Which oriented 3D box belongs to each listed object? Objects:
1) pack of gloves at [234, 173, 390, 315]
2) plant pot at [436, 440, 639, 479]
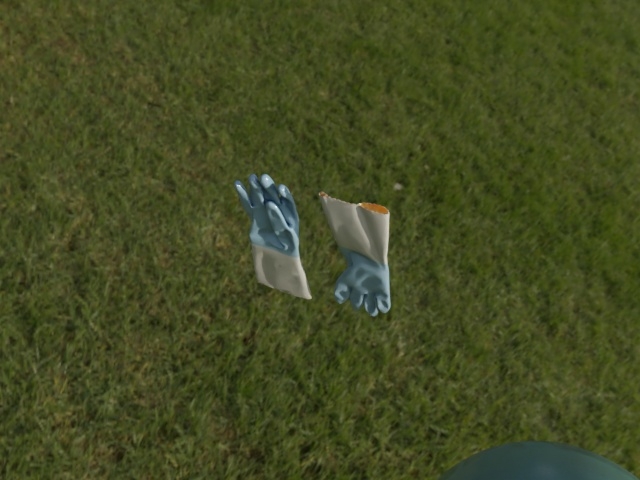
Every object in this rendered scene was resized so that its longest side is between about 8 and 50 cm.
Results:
[{"bbox_3d":[0.000,0.000,0.900,0.195,0.232,0.046,19,56,19],"label":"pack of gloves"},{"bbox_3d":[0.194,0.328,0.616,0.293,0.293,0.235,44,2,16],"label":"plant pot"}]
